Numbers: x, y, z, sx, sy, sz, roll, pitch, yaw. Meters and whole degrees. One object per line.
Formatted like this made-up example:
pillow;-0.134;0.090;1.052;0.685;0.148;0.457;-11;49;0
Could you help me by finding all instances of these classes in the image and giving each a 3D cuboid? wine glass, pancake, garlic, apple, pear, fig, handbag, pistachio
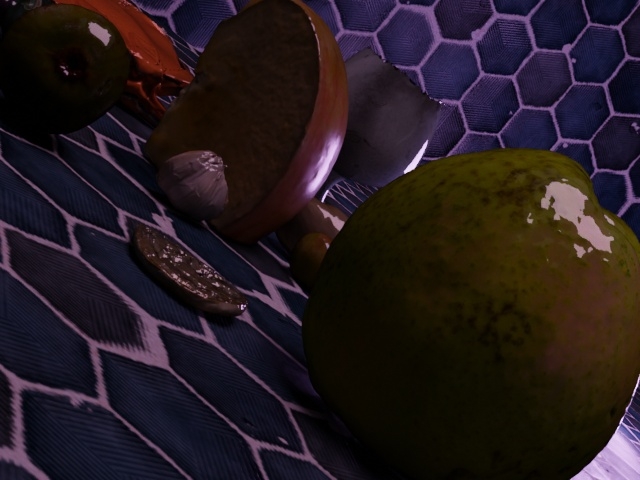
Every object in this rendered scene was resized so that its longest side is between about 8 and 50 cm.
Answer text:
wine glass;0.054;-0.159;2.367;0.238;0.323;0.238;36;10;-7
pancake;-0.142;0.036;1.471;0.158;0.028;0.158;35;8;-6
garlic;-0.160;-0.065;1.769;0.113;0.094;0.074;39;46;-45
apple;0.000;0.032;1.944;0.089;0.074;0.089;40;6;-5
pear;0.181;0.081;1.460;0.391;0.391;0.391;38;8;-6
fig;-0.318;-0.195;1.642;0.151;0.151;0.259;37;-13;-14
apple;-0.079;-0.177;1.918;0.252;0.309;0.314;38;10;-11
handbag;-0.394;-0.351;2.186;0.410;0.116;0.303;34;13;-29
pistachio;0.000;0.000;2.041;0.149;0.113;0.113;51;13;28

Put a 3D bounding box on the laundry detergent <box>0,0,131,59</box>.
laundry detergent;-0.384;-0.292;1.966;0.221;0.078;0.144;36;33;-11
